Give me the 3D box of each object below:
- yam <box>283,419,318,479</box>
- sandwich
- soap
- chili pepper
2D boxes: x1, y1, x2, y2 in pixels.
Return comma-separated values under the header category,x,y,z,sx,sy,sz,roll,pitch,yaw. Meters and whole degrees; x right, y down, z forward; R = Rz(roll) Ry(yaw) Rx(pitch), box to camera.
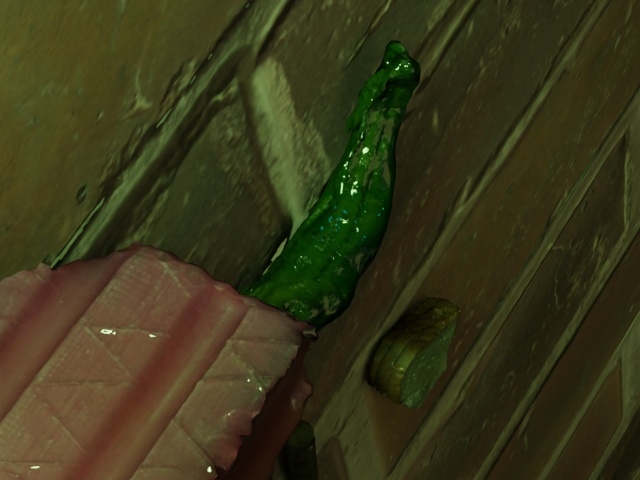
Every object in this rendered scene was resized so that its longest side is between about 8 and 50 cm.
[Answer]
category,x,y,z,sx,sy,sz,roll,pitch,yaw
yam,-0.013,0.191,1.573,0.129,0.027,0.033,83,-1,-51
sandwich,0.075,0.106,1.669,0.105,0.035,0.093,-36,146,-48
soap,-0.143,0.132,1.011,0.289,0.182,0.112,-56,159,-34
chili pepper,0.000,0.000,1.348,0.279,0.065,0.122,-61,150,-13
